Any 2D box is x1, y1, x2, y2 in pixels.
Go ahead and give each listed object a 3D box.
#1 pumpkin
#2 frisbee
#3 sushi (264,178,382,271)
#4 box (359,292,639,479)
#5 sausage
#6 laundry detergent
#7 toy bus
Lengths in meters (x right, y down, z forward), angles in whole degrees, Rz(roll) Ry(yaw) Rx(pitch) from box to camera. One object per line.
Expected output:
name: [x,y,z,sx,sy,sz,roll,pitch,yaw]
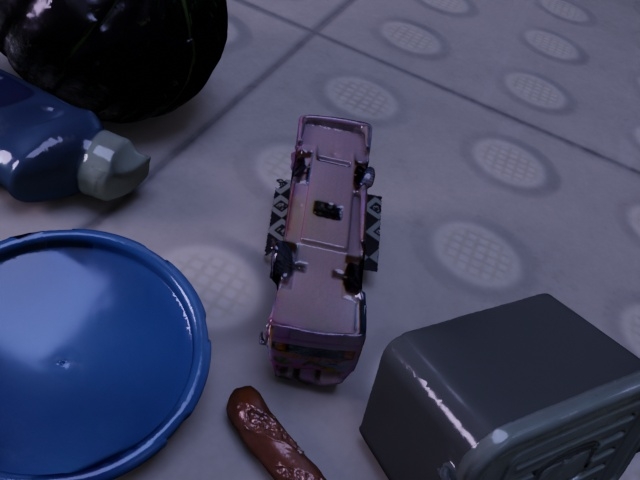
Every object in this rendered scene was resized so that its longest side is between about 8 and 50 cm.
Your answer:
pumpkin: [-0.269,-0.266,0.849,0.295,0.296,0.296,11,41,-10]
frisbee: [-0.211,0.092,0.581,0.242,0.045,0.242,6,51,-7]
sushi: [0.003,-0.011,0.798,0.126,0.026,0.120,9,49,-1]
box: [0.156,0.145,0.591,0.243,0.163,0.135,-11,39,-29]
sausage: [-0.027,0.177,0.571,0.036,0.042,0.158,-43,61,-5]
laundry detergent: [-0.324,-0.114,0.736,0.289,0.094,0.143,19,36,1]
toy bus: [0.001,0.000,0.694,0.090,0.112,0.274,7,49,-1]
